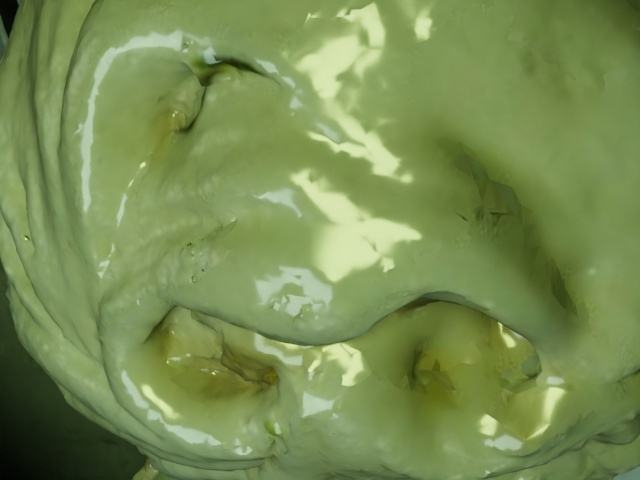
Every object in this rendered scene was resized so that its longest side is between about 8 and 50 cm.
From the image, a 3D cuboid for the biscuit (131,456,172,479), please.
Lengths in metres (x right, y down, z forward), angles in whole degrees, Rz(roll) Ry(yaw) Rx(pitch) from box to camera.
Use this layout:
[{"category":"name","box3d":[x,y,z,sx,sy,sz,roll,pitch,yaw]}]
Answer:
[{"category":"biscuit","box3d":[0.037,0.177,0.603,0.281,0.084,0.179,41,145,2]}]

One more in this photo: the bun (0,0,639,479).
[{"category":"bun","box3d":[0.000,0.000,0.428,0.231,0.133,0.231,19,134,21]}]
